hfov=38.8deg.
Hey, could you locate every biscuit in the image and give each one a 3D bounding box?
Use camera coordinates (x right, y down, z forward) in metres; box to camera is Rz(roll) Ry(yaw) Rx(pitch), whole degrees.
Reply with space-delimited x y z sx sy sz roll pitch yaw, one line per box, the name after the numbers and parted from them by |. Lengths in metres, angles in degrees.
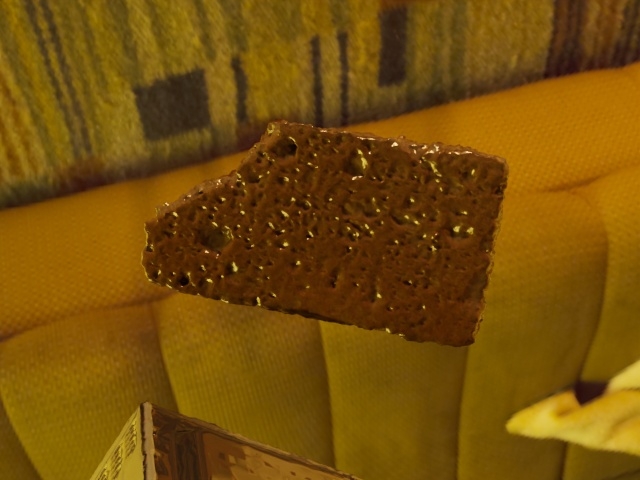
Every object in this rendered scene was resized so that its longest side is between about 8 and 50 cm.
-0.003 -0.012 0.597 0.236 0.026 0.131 11 106 13 | biscuit

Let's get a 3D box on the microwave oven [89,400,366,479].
-0.080 0.357 0.943 0.355 0.218 0.286 25 110 -23 | microwave oven
